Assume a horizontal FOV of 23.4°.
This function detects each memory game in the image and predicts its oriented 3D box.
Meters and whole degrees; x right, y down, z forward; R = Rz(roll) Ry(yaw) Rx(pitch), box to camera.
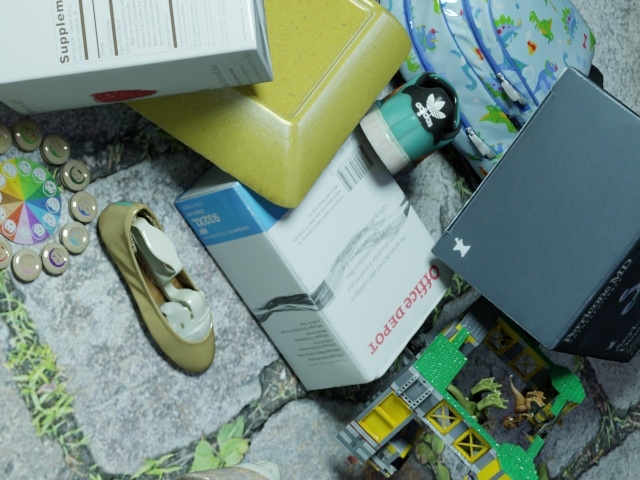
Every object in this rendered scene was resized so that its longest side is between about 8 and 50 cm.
[{"bbox_3d":[-0.328,-0.046,1.715,0.186,0.012,0.186,10,74,-41],"label":"memory game"}]

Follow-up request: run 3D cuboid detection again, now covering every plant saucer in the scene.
[{"bbox_3d":[-0.082,-0.250,1.836,0.333,0.081,0.332,34,54,2],"label":"plant saucer"}]

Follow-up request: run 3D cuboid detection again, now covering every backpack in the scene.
[{"bbox_3d":[0.237,-0.266,2.140,0.355,0.273,0.290,41,54,-15],"label":"backpack"}]

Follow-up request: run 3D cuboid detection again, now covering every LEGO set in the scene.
[{"bbox_3d":[0.172,0.231,1.966,0.255,0.192,0.331,41,34,-5],"label":"LEGO set"}]

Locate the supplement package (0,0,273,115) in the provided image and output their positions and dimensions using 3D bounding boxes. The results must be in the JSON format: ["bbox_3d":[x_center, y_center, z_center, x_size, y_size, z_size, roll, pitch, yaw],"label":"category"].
[{"bbox_3d":[-0.211,-0.249,1.651,0.177,0.293,0.175,49,33,-83],"label":"supplement package"}]

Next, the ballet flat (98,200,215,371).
[{"bbox_3d":[-0.178,0.056,1.788,0.080,0.073,0.232,-46,112,-38],"label":"ballet flat"}]

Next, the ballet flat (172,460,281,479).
[{"bbox_3d":[-0.060,0.328,1.833,0.316,0.108,0.106,45,41,-35],"label":"ballet flat"}]

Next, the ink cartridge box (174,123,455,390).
[{"bbox_3d":[0.000,0.000,1.925,0.307,0.129,0.223,56,50,-18],"label":"ink cartridge box"}]

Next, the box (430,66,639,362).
[{"bbox_3d":[0.370,-0.020,2.039,0.293,0.212,0.395,-54,156,11],"label":"box"}]

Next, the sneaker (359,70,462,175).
[{"bbox_3d":[0.129,-0.154,1.987,0.108,0.121,0.302,58,9,-5],"label":"sneaker"}]
